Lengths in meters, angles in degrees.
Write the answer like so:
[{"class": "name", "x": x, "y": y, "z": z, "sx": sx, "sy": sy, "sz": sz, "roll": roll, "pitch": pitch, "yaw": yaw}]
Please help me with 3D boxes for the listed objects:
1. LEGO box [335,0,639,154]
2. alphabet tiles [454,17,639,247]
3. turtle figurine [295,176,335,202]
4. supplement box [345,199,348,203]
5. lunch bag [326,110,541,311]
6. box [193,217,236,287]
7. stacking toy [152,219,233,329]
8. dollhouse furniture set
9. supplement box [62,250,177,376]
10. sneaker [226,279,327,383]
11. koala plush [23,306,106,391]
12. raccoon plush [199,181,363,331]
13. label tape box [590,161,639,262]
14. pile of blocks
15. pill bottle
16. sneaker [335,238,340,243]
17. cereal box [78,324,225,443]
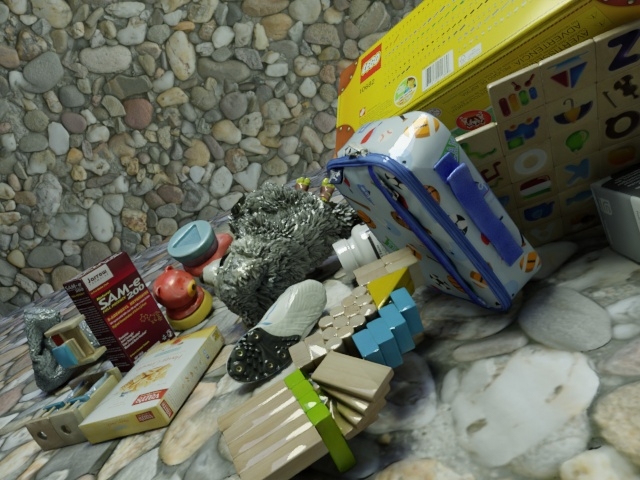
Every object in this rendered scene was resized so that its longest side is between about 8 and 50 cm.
[{"class": "LEGO box", "x": 0.320, "y": -0.238, "z": 0.773, "sx": 0.500, "sy": 0.373, "sz": 0.192, "roll": -24, "pitch": 55, "yaw": 50}, {"class": "alphabet tiles", "x": 0.335, "y": -0.110, "z": 0.654, "sx": 0.285, "sy": 0.342, "sz": 0.011, "roll": -22, "pitch": 48, "yaw": 16}, {"class": "turtle figurine", "x": -0.004, "y": -0.078, "z": 1.273, "sx": 0.270, "sy": 0.087, "sz": 0.217, "roll": -6, "pitch": 37, "yaw": 7}, {"class": "supplement box", "x": 0.193, "y": -0.155, "z": 1.364, "sx": 0.194, "sy": 0.129, "sz": 0.191, "roll": -14, "pitch": 19, "yaw": 37}, {"class": "lunch bag", "x": 0.147, "y": -0.038, "z": 0.686, "sx": 0.115, "sy": 0.303, "sz": 0.243, "roll": -47, "pitch": 20, "yaw": -8}, {"class": "box", "x": -0.276, "y": 0.012, "z": 1.576, "sx": 0.148, "sy": 0.121, "sz": 0.311, "roll": -15, "pitch": 18, "yaw": 37}, {"class": "stacking toy", "x": -0.273, "y": 0.044, "z": 1.245, "sx": 0.280, "sy": 0.130, "sz": 0.308, "roll": -18, "pitch": 41, "yaw": 12}, {"class": "dollhouse furniture set", "x": -0.472, "y": 0.260, "z": 0.913, "sx": 0.129, "sy": 0.183, "sz": 0.129, "roll": -20, "pitch": 16, "yaw": 20}, {"class": "supplement box", "x": -0.427, "y": 0.159, "z": 1.078, "sx": 0.073, "sy": 0.239, "sz": 0.130, "roll": -15, "pitch": 18, "yaw": 34}, {"class": "sneaker", "x": -0.072, "y": 0.157, "z": 0.846, "sx": 0.237, "sy": 0.085, "sz": 0.086, "roll": -43, "pitch": -4, "yaw": -41}, {"class": "koala plush", "x": -0.601, "y": 0.253, "z": 1.248, "sx": 0.222, "sy": 0.203, "sz": 0.196, "roll": -10, "pitch": -7, "yaw": -30}, {"class": "raccoon plush", "x": -0.024, "y": 0.004, "z": 1.016, "sx": 0.447, "sy": 0.216, "sz": 0.299, "roll": -24, "pitch": 30, "yaw": 3}, {"class": "label tape box", "x": 0.490, "y": -0.035, "z": 0.495, "sx": 0.249, "sy": 0.115, "sz": 0.347, "roll": -24, "pitch": 13, "yaw": 6}, {"class": "pile of blocks", "x": 0.046, "y": 0.160, "z": 0.586, "sx": 0.149, "sy": 0.112, "sz": 0.362, "roll": 8, "pitch": 42, "yaw": 44}, {"class": "pill bottle", "x": 0.127, "y": 0.002, "z": 0.970, "sx": 0.194, "sy": 0.108, "sz": 0.108, "roll": -25, "pitch": 15, "yaw": 1}, {"class": "sneaker", "x": 0.000, "y": 0.000, "z": 1.274, "sx": 0.191, "sy": 0.071, "sz": 0.083, "roll": -35, "pitch": 23, "yaw": -32}, {"class": "cereal box", "x": -0.296, "y": 0.255, "z": 0.909, "sx": 0.173, "sy": 0.047, "sz": 0.240, "roll": -20, "pitch": 15, "yaw": 19}]
